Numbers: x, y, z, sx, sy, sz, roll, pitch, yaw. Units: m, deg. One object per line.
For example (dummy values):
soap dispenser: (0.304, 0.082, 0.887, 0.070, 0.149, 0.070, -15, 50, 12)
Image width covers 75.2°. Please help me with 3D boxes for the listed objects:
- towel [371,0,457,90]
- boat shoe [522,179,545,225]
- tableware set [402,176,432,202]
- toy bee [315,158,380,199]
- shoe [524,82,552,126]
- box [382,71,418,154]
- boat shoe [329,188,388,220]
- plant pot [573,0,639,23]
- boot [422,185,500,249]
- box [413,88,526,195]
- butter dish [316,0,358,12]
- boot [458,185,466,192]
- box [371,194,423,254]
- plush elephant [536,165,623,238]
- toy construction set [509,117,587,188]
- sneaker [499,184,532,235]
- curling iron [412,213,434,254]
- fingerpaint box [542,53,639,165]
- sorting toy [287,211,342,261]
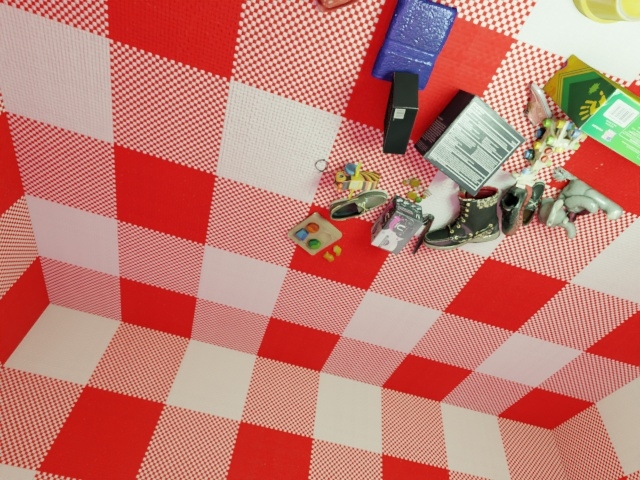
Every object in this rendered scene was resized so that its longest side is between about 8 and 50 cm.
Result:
towel: (0.342, -0.734, 1.549, 0.227, 0.076, 0.308, 12, 132, -10)
boat shoe: (0.994, -0.174, 1.952, 0.084, 0.079, 0.233, 8, 130, 0)
tableware set: (0.454, -0.243, 1.999, 0.154, 0.024, 0.104, 36, 130, -24)
toy bee: (0.127, -0.268, 1.927, 0.298, 0.162, 0.195, -5, 132, 12)
shoe: (0.851, -0.536, 1.657, 0.081, 0.064, 0.178, -31, 126, 23)
box: (0.312, -0.493, 1.636, 0.103, 0.184, 0.261, 4, 153, 1)
boat shoe: (0.186, -0.169, 2.051, 0.304, 0.091, 0.109, -13, 128, 18)
plant pot: (0.960, -0.800, 1.294, 0.253, 0.239, 0.254, 4, 132, 5)
boot: (0.681, -0.106, 2.011, 0.377, 0.138, 0.284, -7, 131, 9)
box: (0.599, -0.397, 1.695, 0.296, 0.183, 0.294, 32, 112, -18)
butter dish: (0.047, -0.873, 1.429, 0.160, 0.118, 0.160, -9, 130, 15)
boot: (0.605, -0.329, 1.867, 0.208, 0.076, 0.190, 16, 118, -16)
box: (0.377, -0.074, 2.077, 0.163, 0.142, 0.247, 22, 130, -12)
plush elephant: (1.110, -0.135, 1.856, 0.330, 0.272, 0.255, 39, 116, 11)
toy construction set: (0.923, -0.359, 1.704, 0.151, 0.215, 0.328, 21, 131, -10)
sneaker: (0.886, -0.137, 1.938, 0.135, 0.097, 0.276, -17, 127, -30)
curling iron: (0.527, -0.032, 2.166, 0.068, 0.035, 0.274, 12, 131, 2)
fingerpaint box: (1.083, -0.442, 1.505, 0.444, 0.371, 0.163, 23, 128, -14)
sorting toy: (0.000, 0.000, 2.258, 0.307, 0.041, 0.229, 39, 125, -24)
